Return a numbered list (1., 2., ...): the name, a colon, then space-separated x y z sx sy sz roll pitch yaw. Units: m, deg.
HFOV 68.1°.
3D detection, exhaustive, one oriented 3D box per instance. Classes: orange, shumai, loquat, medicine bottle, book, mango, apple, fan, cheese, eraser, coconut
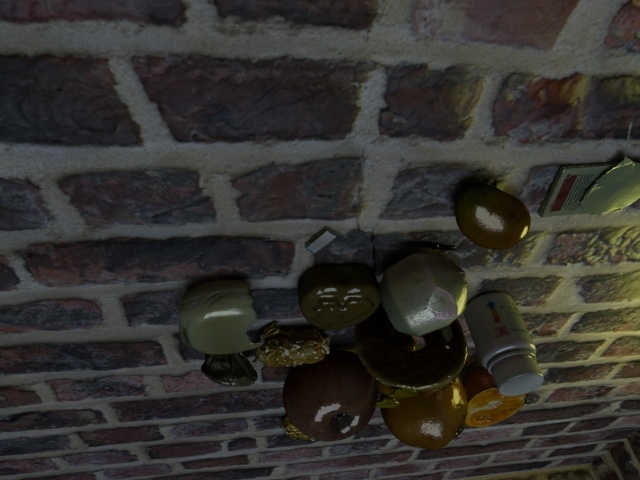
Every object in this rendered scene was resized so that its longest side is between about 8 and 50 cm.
1. orange: 0.679 0.633 1.885 0.275 0.274 0.309 -18 103 9
2. shumai: -0.290 0.388 1.534 0.202 0.201 0.120 16 90 -26
3. loquat: 0.371 0.580 1.709 0.329 0.328 0.328 -5 138 -5
4. medicine bottle: 0.572 0.320 1.485 0.170 0.292 0.170 -4 137 -4
5. book: 0.699 -0.130 1.217 0.232 0.022 0.162 -4 135 -5
6. mango: 0.419 -0.057 1.176 0.221 0.120 0.151 23 126 -22
7. apple: 0.042 0.544 1.648 0.346 0.269 0.344 -5 136 -5
8. fan: 0.735 -0.172 1.156 0.182 0.010 0.310 -19 138 7
9. cheese: -0.276 0.223 1.345 0.234 0.127 0.265 0 138 -11
10. eraser: 0.000 0.000 1.231 0.083 0.019 0.038 -38 133 28
11. coconut: 0.290 0.140 1.294 0.231 0.227 0.227 -26 135 17

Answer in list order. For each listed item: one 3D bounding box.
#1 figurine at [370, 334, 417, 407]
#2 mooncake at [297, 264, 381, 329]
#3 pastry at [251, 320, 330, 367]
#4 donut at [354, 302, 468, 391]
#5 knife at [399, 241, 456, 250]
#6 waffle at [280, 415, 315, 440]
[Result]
1. figurine: 0.241 0.414 1.554 0.215 0.228 0.215 -21 155 -11
2. mooncake: 0.049 0.174 1.363 0.235 0.117 0.234 -7 136 -7
3. pastry: -0.096 0.339 1.521 0.250 0.102 0.154 -1 136 -9
4. donut: 0.270 0.307 1.424 0.331 0.329 0.159 -11 149 2
5. knife: 0.299 0.015 1.310 0.171 0.010 0.023 4 137 -13
6. waffle: -0.011 0.795 2.065 0.330 0.062 0.329 -6 137 -6
